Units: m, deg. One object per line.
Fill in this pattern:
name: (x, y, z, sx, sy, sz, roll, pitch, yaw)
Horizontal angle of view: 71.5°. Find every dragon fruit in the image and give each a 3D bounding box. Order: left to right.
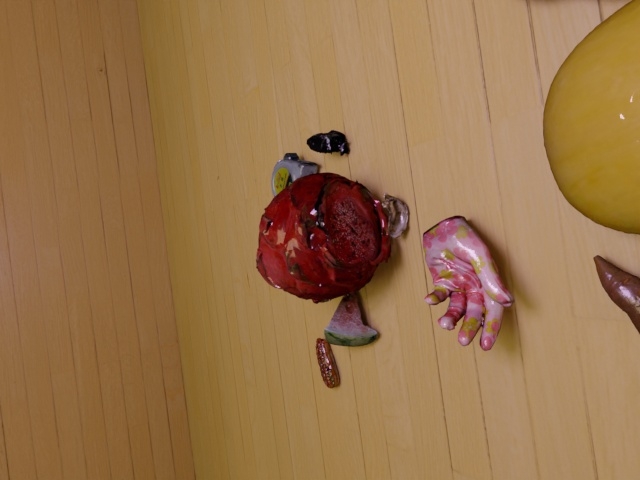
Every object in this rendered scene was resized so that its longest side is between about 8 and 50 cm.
dragon fruit: (0.000, 0.000, 1.028, 0.301, 0.295, 0.296, -43, 60, 34)

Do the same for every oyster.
oyster: (0.156, -0.054, 0.984, 0.083, 0.080, 0.038, -61, 13, -6)

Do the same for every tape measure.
tape measure: (-0.093, -0.087, 1.302, 0.164, 0.084, 0.331, 42, 126, 45)

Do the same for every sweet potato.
sweet potato: (0.455, 0.106, 0.606, 0.218, 0.051, 0.065, 55, 139, 35)

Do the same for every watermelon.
watermelon: (0.055, 0.204, 1.134, 0.098, 0.121, 0.158, 102, 150, -59)

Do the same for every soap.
soap: (0.464, -0.167, 0.497, 0.427, 0.115, 0.306, -16, 86, 55)

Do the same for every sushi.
sushi: (0.022, -0.246, 1.121, 0.084, 0.083, 0.056, 31, 119, 49)

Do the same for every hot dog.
hot dog: (0.015, 0.348, 1.263, 0.062, 0.038, 0.144, -34, 68, 51)

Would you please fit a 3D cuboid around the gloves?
gloves: (0.266, 0.078, 0.809, 0.145, 0.126, 0.241, -26, 70, 27)
